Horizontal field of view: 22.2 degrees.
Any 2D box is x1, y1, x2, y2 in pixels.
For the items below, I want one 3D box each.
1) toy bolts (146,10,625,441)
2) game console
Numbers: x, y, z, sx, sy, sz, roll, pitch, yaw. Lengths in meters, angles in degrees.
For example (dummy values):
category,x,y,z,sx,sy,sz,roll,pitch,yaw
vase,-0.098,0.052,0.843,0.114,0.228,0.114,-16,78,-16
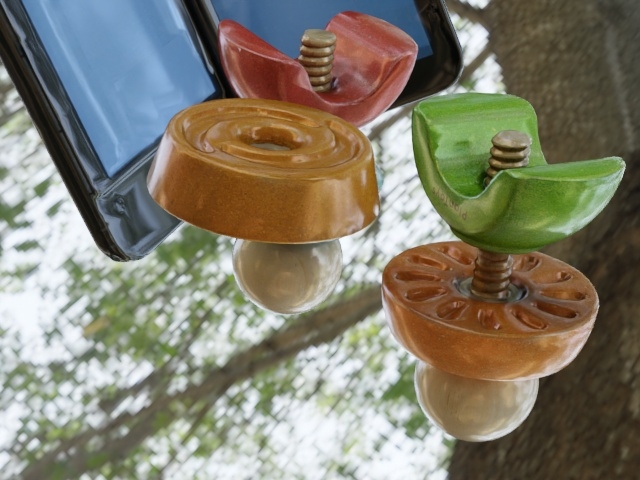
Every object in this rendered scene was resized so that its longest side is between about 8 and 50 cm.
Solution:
category,x,y,z,sx,sy,sz,roll,pitch,yaw
toy bolts,0.000,0.000,0.787,0.228,0.218,0.159,44,-47,52
game console,-0.072,-0.168,1.081,0.173,0.250,0.293,-4,-60,40
